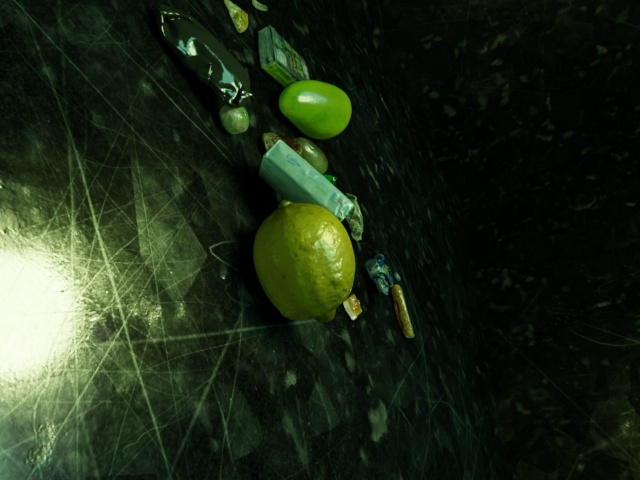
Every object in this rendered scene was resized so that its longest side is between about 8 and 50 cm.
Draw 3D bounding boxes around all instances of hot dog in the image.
[{"bbox_3d":[0.316,0.276,2.059,0.066,0.047,0.215,118,-41,-73],"label":"hot dog"}]

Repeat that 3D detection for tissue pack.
[{"bbox_3d":[-0.040,-0.137,1.420,0.263,0.089,0.177,43,-16,0],"label":"tissue pack"},{"bbox_3d":[-0.124,-0.611,1.839,0.235,0.073,0.173,27,47,-56],"label":"tissue pack"}]

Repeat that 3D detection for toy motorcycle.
[{"bbox_3d":[0.222,0.114,1.952,0.135,0.092,0.254,57,17,-4],"label":"toy motorcycle"}]

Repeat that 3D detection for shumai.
[{"bbox_3d":[-0.111,-0.279,1.593,0.139,0.105,0.123,75,-6,-81],"label":"shumai"}]

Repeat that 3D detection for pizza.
[{"bbox_3d":[-0.269,-0.727,1.694,0.108,0.026,0.123,46,34,-36],"label":"pizza"}]

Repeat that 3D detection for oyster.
[{"bbox_3d":[0.122,-0.094,1.952,0.125,0.064,0.177,65,10,-45],"label":"oyster"}]

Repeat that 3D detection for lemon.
[{"bbox_3d":[-0.037,0.054,1.290,0.245,0.245,0.319,-29,101,-65],"label":"lemon"}]

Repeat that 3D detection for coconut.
[{"bbox_3d":[-0.228,-0.325,1.397,0.082,0.081,0.083,-15,96,-53],"label":"coconut"}]

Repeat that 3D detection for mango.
[{"bbox_3d":[-0.020,-0.450,1.816,0.343,0.156,0.192,-3,102,-50],"label":"mango"}]

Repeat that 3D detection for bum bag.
[{"bbox_3d":[-0.296,-0.471,1.349,0.326,0.080,0.142,44,41,-20],"label":"bum bag"}]

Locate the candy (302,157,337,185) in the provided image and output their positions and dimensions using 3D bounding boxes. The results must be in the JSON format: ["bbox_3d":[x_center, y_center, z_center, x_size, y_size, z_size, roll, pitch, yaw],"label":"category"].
[{"bbox_3d":[-0.019,-0.165,1.658,0.203,0.078,0.141,17,75,-57],"label":"candy"}]

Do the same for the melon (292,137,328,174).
[{"bbox_3d":[-0.040,-0.269,1.707,0.162,0.099,0.099,40,37,-42],"label":"melon"}]

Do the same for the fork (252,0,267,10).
[{"bbox_3d":[-0.263,-0.868,1.827,0.219,0.028,0.034,29,53,-49],"label":"fork"}]

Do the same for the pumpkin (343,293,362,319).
[{"bbox_3d":[0.109,0.214,1.703,0.073,0.035,0.101,69,22,-6],"label":"pumpkin"}]
